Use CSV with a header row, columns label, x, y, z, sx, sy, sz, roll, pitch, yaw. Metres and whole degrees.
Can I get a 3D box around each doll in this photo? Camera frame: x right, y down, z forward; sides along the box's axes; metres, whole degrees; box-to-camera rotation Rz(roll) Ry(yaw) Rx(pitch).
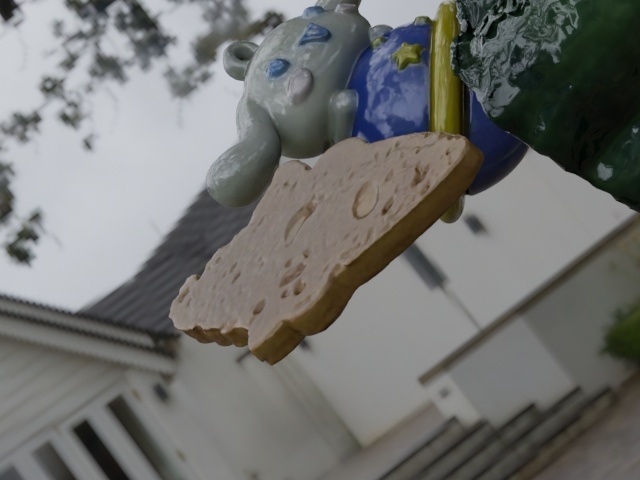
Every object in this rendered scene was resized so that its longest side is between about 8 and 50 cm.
label,x,y,z,sx,sy,sz,roll,pitch,yaw
doll,0.051,-0.126,1.221,0.243,0.311,0.159,-11,-44,14

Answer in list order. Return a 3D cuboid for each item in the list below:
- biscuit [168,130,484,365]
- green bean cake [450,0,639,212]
label,x,y,z,sx,sy,sz,roll,pitch,yaw
biscuit,0.000,0.000,0.882,0.250,0.035,0.162,-29,38,40
green bean cake,0.149,-0.077,0.504,0.107,0.208,0.193,-55,16,34
